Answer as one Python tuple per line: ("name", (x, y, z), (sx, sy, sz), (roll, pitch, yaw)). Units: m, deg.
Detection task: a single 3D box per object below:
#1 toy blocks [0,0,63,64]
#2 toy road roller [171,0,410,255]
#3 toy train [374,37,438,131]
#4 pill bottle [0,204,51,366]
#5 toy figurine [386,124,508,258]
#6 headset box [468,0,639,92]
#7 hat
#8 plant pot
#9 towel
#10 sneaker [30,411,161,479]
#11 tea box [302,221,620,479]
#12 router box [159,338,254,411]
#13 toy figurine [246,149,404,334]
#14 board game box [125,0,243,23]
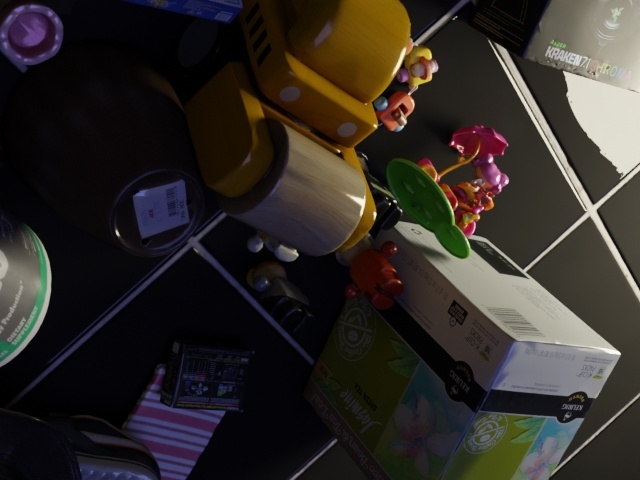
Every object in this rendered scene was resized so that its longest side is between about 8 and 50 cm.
("toy blocks", (-0.373, -0.288, 1.063), (0.289, 0.260, 0.309), (-10, 125, -26))
("toy road roller", (-0.011, -0.173, 1.326), (0.240, 0.329, 0.202), (-38, 136, 26))
("toy train", (0.098, -0.217, 1.548), (0.125, 0.046, 0.166), (-41, 133, -3))
("pill bottle", (-0.439, 0.005, 1.176), (0.204, 0.204, 0.361), (-41, 156, -2))
("toy figurine", (0.207, -0.087, 1.647), (0.159, 0.130, 0.173), (-39, 92, -20))
("headset box", (0.375, -0.370, 1.563), (0.246, 0.131, 0.283), (9, 114, -36))
("hat", (-0.419, 0.350, 1.378), (0.331, 0.134, 0.331), (-15, 121, -26))
("plant pot", (-0.222, -0.085, 1.312), (0.215, 0.230, 0.215), (-16, 126, -23))
("towel", (-0.222, 0.271, 1.687), (0.144, 0.029, 0.197), (22, 103, -40))
("sneaker", (-0.371, 0.295, 1.556), (0.321, 0.127, 0.126), (19, 104, -13))
("tea box", (0.189, 0.196, 1.687), (0.220, 0.329, 0.323), (9, 114, -36))
("router box", (-0.159, 0.191, 1.641), (0.122, 0.038, 0.092), (10, 92, -38))
("toy figurine", (0.000, 0.000, 1.573), (0.209, 0.148, 0.213), (-18, 130, -14))
("board game box", (-0.186, -0.315, 1.252), (0.201, 0.136, 0.035), (5, 153, -35))
